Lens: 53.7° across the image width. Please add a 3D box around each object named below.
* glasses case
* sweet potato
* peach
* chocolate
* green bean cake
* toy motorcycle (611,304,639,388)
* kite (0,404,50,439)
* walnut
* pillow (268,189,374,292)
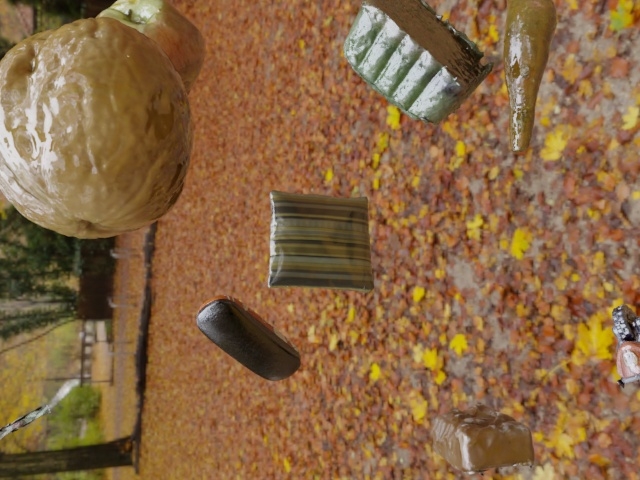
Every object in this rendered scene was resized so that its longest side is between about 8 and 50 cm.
[{"bbox_3d":[-0.150,0.213,1.358,0.103,0.267,0.067,-35,31,19],"label":"glasses case"},{"bbox_3d":[0.333,-0.312,1.011,0.108,0.079,0.345,55,-139,-66],"label":"sweet potato"},{"bbox_3d":[-0.322,-0.337,1.198,0.235,0.215,0.214,92,170,-61],"label":"peach"},{"bbox_3d":[0.307,0.377,1.221,0.214,0.149,0.093,158,109,-81],"label":"chocolate"},{"bbox_3d":[0.131,-0.251,0.869,0.094,0.181,0.173,-52,-4,36],"label":"green bean cake"},{"bbox_3d":[0.500,0.196,0.940,0.084,0.212,0.118,-35,14,36],"label":"toy motorcycle"},{"bbox_3d":[-0.552,0.333,0.932,0.335,0.315,0.011,27,134,50],"label":"kite"},{"bbox_3d":[-0.334,-0.166,0.933,0.333,0.333,0.332,-178,90,-69],"label":"walnut"},{"bbox_3d":[0.000,0.000,1.255,0.052,0.208,0.212,117,154,-64],"label":"pillow"}]
